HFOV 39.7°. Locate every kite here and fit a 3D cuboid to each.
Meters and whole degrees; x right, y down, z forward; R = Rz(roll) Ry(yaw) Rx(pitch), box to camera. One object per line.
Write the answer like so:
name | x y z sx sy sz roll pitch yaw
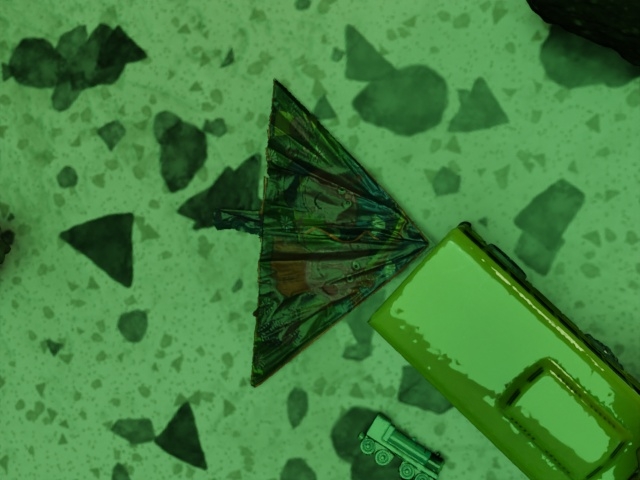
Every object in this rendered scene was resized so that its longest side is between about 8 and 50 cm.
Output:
kite | 0.000 0.000 0.890 0.233 0.016 0.321 5 95 15

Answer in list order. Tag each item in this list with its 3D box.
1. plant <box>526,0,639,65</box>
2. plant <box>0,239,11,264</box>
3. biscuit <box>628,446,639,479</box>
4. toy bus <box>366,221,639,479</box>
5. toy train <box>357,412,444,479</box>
plant | 0.339 -0.221 0.713 0.320 0.181 0.194 22 93 10
plant | -0.431 -0.002 0.942 0.194 0.129 0.132 34 103 13
biscuit | 0.312 0.167 0.724 0.036 0.273 0.187 31 123 36
toy bus | 0.178 0.114 0.786 0.262 0.150 0.128 44 101 10
toy train | 0.080 0.212 0.880 0.092 0.029 0.045 32 84 6
